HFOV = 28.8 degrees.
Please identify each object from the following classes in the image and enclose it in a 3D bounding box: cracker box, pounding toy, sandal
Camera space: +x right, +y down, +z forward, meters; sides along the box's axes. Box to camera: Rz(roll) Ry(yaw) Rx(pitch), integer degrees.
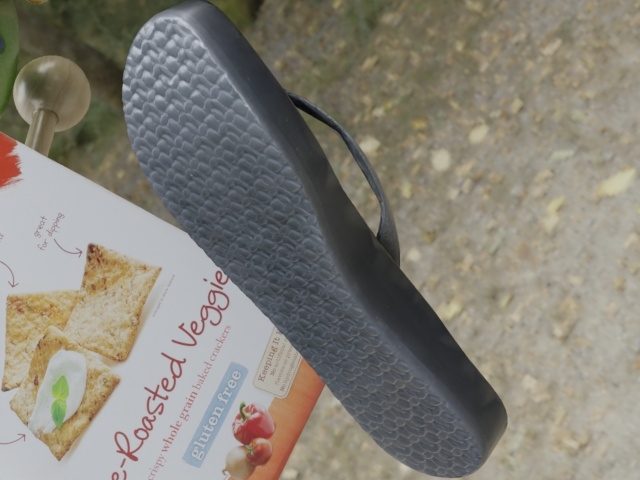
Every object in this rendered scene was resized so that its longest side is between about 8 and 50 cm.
[{"bbox_3d":[-0.118,0.059,0.657,0.155,0.232,0.067,-64,21,-7],"label":"cracker box"},{"bbox_3d":[-0.201,-0.138,0.756,0.110,0.237,0.183,-22,37,17],"label":"pounding toy"},{"bbox_3d":[0.000,0.000,0.561,0.097,0.254,0.054,-7,35,48],"label":"sandal"}]
